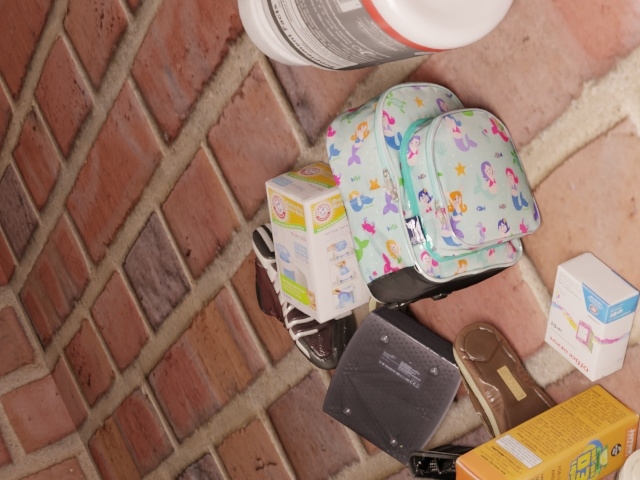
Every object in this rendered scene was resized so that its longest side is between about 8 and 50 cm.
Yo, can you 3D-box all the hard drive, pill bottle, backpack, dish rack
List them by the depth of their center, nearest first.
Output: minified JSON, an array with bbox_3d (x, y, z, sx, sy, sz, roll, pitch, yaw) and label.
[{"bbox_3d":[0.054,-0.312,1.699,0.363,0.210,0.210,1,110,61],"label":"pill bottle"},{"bbox_3d":[0.129,-0.068,1.732,0.191,0.225,0.253,-31,76,40],"label":"backpack"},{"bbox_3d":[0.242,0.418,2.033,0.208,0.074,0.271,-8,102,63],"label":"dish rack"},{"bbox_3d":[0.109,0.206,2.069,0.172,0.054,0.254,32,138,9],"label":"hard drive"}]

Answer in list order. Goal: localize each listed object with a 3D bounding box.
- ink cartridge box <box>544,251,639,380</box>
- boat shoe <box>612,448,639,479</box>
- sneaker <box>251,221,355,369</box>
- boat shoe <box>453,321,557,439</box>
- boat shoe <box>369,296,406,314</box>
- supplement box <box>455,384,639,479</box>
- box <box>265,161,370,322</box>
[{"bbox_3d":[0.318,0.091,1.683,0.088,0.052,0.122,43,145,39],"label":"ink cartridge box"},{"bbox_3d":[0.432,0.395,1.633,0.324,0.117,0.096,61,157,22],"label":"boat shoe"},{"bbox_3d":[-0.030,0.115,2.297,0.162,0.106,0.281,101,149,-54],"label":"sneaker"},{"bbox_3d":[0.256,0.230,1.872,0.095,0.095,0.257,99,148,-66],"label":"boat shoe"},{"bbox_3d":[0.106,0.146,2.101,0.049,0.056,0.152,18,126,61],"label":"boat shoe"},{"bbox_3d":[0.269,0.259,1.693,0.080,0.233,0.078,34,137,43],"label":"supplement box"},{"bbox_3d":[0.000,0.000,2.136,0.114,0.103,0.203,29,134,50],"label":"box"}]
